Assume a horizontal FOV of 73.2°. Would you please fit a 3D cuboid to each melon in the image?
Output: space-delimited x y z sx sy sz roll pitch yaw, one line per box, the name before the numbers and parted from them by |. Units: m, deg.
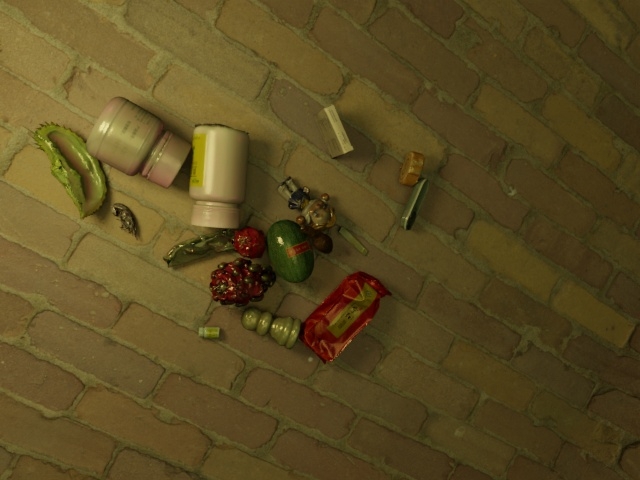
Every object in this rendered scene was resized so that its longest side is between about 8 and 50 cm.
melon | -0.127 0.035 1.762 0.183 0.182 0.287 -24 98 -10

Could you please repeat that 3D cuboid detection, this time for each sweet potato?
sweet potato | 0.001 -0.001 1.768 0.074 0.075 0.269 -52 144 -4

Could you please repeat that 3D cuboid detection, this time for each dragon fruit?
dragon fruit | -0.304 0.165 1.719 0.273 0.198 0.218 -11 107 -12
dragon fruit | -0.277 0.009 1.719 0.133 0.136 0.166 -61 144 -18

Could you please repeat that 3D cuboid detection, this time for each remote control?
remote control | 0.418 -0.162 1.917 0.052 0.104 0.247 23 87 27

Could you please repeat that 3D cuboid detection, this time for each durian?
durian | -0.894 -0.262 1.559 0.158 0.169 0.355 -28 105 -10

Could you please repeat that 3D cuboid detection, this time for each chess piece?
chess piece | -0.213 0.354 1.803 0.244 0.133 0.133 22 90 -10

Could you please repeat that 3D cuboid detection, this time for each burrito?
burrito | -0.481 0.025 1.733 0.310 0.066 0.096 -20 110 -11

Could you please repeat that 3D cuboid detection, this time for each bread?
bread | 0.396 -0.315 1.882 0.073 0.122 0.149 15 90 -11

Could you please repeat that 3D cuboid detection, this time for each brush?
brush | 0.141 0.003 1.901 0.178 0.030 0.033 43 69 -23

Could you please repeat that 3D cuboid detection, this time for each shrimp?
shrimp | -0.752 -0.071 1.669 0.065 0.057 0.165 -25 90 -26

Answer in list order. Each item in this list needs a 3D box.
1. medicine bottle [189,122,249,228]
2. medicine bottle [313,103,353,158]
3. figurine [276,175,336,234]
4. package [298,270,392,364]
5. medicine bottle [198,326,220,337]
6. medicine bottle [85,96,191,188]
medicine bottle | -0.390 -0.241 1.656 0.214 0.213 0.378 4 94 -14
medicine bottle | 0.048 -0.440 1.765 0.052 0.171 0.201 -28 100 -12
figurine | -0.066 -0.136 1.790 0.275 0.133 0.193 25 58 -12
package | 0.101 0.322 1.870 0.196 0.123 0.423 45 84 -15
medicine bottle | -0.460 0.380 1.781 0.084 0.047 0.047 3 94 -15
medicine bottle | -0.653 -0.346 1.570 0.302 0.241 0.241 29 88 -23
